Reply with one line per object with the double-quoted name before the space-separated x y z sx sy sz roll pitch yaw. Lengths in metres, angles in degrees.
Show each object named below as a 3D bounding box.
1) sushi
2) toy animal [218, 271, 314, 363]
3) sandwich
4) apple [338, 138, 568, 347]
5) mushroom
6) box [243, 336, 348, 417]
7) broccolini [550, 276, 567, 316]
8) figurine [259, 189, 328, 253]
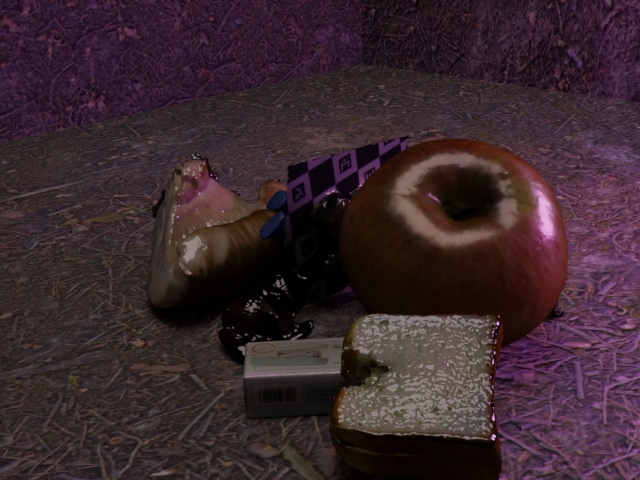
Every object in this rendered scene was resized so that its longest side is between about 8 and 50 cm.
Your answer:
"sushi" 0.071 -0.021 2.037 0.339 0.319 0.069 -18 34 -41
"toy animal" -0.109 0.153 1.923 0.179 0.116 0.218 -20 28 53
"sandwich" 0.143 0.224 1.525 0.249 0.095 0.273 3 39 8
"apple" 0.239 0.019 1.837 0.401 0.333 0.400 -1 57 1
"mushroom" -0.200 0.029 2.146 0.314 0.224 0.397 17 32 -13
"box" 0.008 0.220 1.699 0.270 0.079 0.135 -3 21 0
"broccolini" 0.456 0.104 2.037 0.052 0.054 0.194 -16 13 21
"figurine" -0.005 0.004 2.103 0.121 0.164 0.262 -13 -29 41
